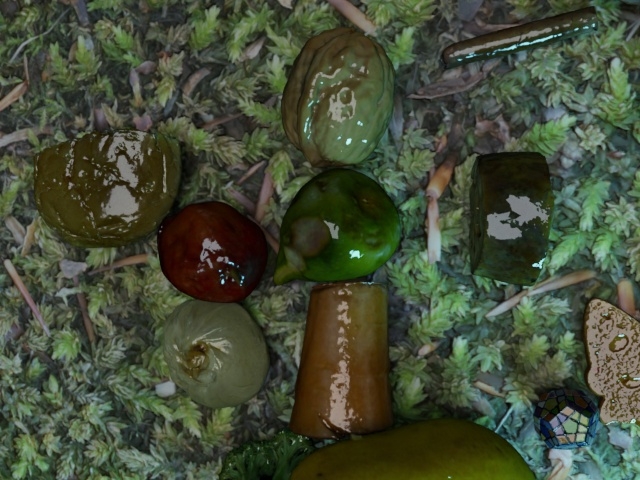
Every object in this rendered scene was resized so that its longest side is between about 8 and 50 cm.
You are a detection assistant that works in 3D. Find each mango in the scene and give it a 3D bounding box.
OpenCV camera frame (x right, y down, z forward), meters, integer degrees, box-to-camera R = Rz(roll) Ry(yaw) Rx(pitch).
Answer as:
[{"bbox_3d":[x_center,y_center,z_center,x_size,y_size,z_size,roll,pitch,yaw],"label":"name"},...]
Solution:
[{"bbox_3d":[0.152,0.421,1.098,0.445,0.220,0.301,19,92,-26],"label":"mango"}]

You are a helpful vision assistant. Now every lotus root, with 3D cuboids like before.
[{"bbox_3d":[0.318,-0.041,1.167,0.119,0.138,0.234,2,87,2],"label":"lotus root"}]

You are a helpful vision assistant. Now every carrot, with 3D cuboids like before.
[{"bbox_3d":[0.033,0.200,1.206,0.196,0.196,0.254,-2,87,12],"label":"carrot"}]

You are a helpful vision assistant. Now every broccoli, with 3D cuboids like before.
[{"bbox_3d":[-0.078,0.450,1.197,0.269,0.269,0.253,12,83,11],"label":"broccoli"}]

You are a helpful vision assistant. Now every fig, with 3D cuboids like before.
[{"bbox_3d":[0.000,0.000,1.219,0.206,0.206,0.275,55,134,5],"label":"fig"}]

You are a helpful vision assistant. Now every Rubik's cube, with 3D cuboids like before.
[{"bbox_3d":[0.414,0.301,1.171,0.093,0.111,0.111,12,95,39],"label":"Rubik's cube"}]

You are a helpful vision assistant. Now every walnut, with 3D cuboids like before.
[{"bbox_3d":[0.031,-0.239,1.183,0.198,0.198,0.244,21,96,10],"label":"walnut"}]

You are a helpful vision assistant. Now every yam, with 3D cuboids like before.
[{"bbox_3d":[0.336,-0.344,1.185,0.264,0.046,0.046,-12,90,11],"label":"yam"}]

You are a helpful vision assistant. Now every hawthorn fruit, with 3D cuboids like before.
[{"bbox_3d":[-0.184,0.026,1.218,0.190,0.251,0.189,-5,102,-23],"label":"hawthorn fruit"}]

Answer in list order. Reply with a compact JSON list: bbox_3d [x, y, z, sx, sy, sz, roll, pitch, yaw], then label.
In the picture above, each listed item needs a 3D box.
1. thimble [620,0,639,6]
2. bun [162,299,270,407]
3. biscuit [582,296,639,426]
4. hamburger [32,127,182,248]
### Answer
[{"bbox_3d":[0.520,-0.512,0.989,0.231,0.350,0.349,14,95,-6],"label":"thimble"},{"bbox_3d":[-0.203,0.210,1.281,0.223,0.127,0.222,1,95,10],"label":"bun"},{"bbox_3d":[0.528,0.221,1.171,0.183,0.043,0.280,-32,81,8],"label":"biscuit"},{"bbox_3d":[-0.404,-0.089,1.311,0.309,0.132,0.211,-7,89,11],"label":"hamburger"}]
